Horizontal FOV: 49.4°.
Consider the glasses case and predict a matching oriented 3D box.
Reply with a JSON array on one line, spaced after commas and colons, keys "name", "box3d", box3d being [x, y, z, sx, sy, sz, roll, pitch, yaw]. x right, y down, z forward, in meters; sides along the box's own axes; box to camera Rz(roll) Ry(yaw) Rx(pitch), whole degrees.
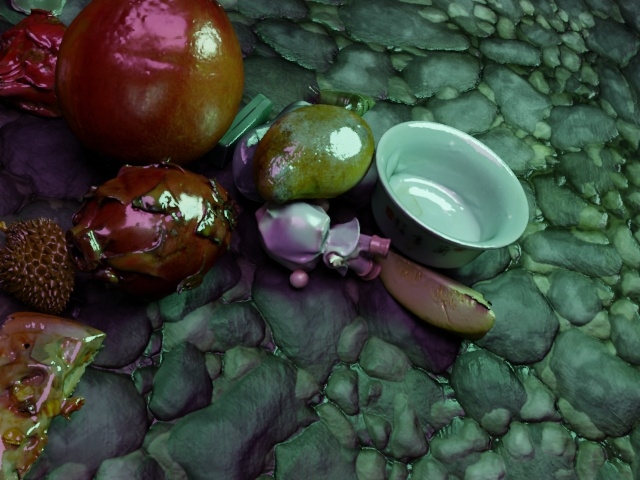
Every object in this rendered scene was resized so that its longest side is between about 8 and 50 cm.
[{"name": "glasses case", "box3d": [-0.171, -0.237, 1.500, 0.039, 0.078, 0.184, 34, 54, 5]}]

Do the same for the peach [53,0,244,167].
[{"name": "peach", "box3d": [-0.315, -0.317, 1.322, 0.372, 0.290, 0.373, -2, 99, -10]}]

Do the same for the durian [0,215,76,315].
[{"name": "durian", "box3d": [-0.498, 0.024, 1.182, 0.208, 0.146, 0.102, 43, 13, 21]}]

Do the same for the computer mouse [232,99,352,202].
[{"name": "computer mouse", "box3d": [-0.054, -0.201, 1.504, 0.379, 0.090, 0.167, -40, 97, -35]}]

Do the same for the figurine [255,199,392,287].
[{"name": "figurine", "box3d": [-0.001, 0.000, 1.371, 0.275, 0.133, 0.200, 17, 71, -6]}]

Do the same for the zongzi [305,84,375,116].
[{"name": "zongzi", "box3d": [0.045, -0.340, 1.673, 0.154, 0.062, 0.130, 21, 30, 15]}]

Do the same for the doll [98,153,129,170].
[{"name": "doll", "box3d": [-0.437, -0.182, 1.408, 0.125, 0.027, 0.037, 39, 54, 12]}]

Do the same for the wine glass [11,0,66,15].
[{"name": "wine glass", "box3d": [-0.613, -0.607, 1.496, 0.156, 0.232, 0.156, 9, 55, -12]}]

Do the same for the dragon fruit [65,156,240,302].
[{"name": "dragon fruit", "box3d": [-0.294, -0.013, 1.226, 0.250, 0.250, 0.315, 33, 47, 4]}]

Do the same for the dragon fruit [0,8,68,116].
[{"name": "dragon fruit", "box3d": [-0.585, -0.350, 1.402, 0.262, 0.134, 0.211, 42, 58, 11]}]

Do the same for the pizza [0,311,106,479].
[{"name": "pizza", "box3d": [-0.469, 0.242, 1.094, 0.189, 0.071, 0.297, 22, 54, -5]}]

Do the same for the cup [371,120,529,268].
[{"name": "cup", "box3d": [0.246, -0.076, 1.473, 0.347, 0.163, 0.347, 13, 49, -15]}]

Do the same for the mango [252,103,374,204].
[{"name": "mango", "box3d": [-0.017, -0.165, 1.370, 0.316, 0.146, 0.193, -33, 85, -38]}]

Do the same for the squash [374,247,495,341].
[{"name": "squash", "box3d": [0.208, 0.107, 1.388, 0.252, 0.093, 0.169, 26, 9, -2]}]
